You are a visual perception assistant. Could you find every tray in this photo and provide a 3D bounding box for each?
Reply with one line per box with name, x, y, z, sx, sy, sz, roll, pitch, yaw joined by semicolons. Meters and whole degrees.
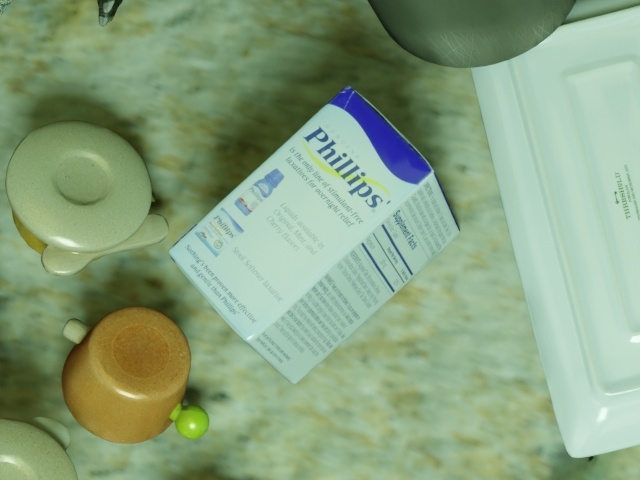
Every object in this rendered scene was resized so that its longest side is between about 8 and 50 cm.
tray;0.178;-0.023;1.092;0.145;0.030;0.270;-14;75;5

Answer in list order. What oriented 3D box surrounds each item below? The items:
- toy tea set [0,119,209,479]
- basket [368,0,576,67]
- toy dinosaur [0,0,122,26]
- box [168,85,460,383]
toy tea set;-0.161;0.101;1.099;0.200;0.124;0.336;-13;69;-24
basket;0.065;-0.206;1.040;0.154;0.227;0.204;2;62;18
toy dinosaur;-0.176;-0.231;1.158;0.160;0.121;0.313;20;85;0
box;0.000;0.000;1.068;0.137;0.126;0.072;-42;72;-2
